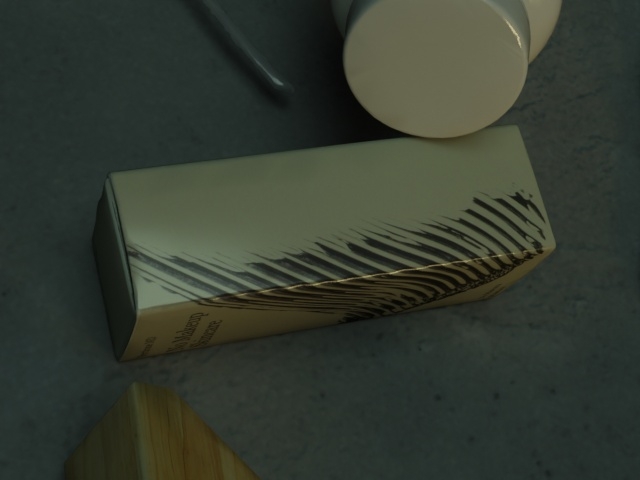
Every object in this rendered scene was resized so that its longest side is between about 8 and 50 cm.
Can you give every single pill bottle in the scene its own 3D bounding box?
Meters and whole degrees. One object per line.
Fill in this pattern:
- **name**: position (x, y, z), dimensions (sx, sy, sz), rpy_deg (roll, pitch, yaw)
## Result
- **pill bottle**: position (0.088, -0.195, 0.815), dimensions (0.152, 0.152, 0.272), rpy_deg (20, 42, -7)

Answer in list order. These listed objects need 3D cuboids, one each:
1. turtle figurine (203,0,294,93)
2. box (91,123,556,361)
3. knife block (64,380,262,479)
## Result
- **turtle figurine**: position (-0.100, -0.291, 0.823), dimensions (0.266, 0.198, 0.274), rpy_deg (14, 61, -6)
- **box**: position (0.000, 0.000, 0.776), dimensions (0.275, 0.113, 0.094), rpy_deg (-9, 72, -18)
- **knife block**: position (-0.072, 0.231, 0.605), dimensions (0.276, 0.088, 0.242), rpy_deg (45, 29, 6)
